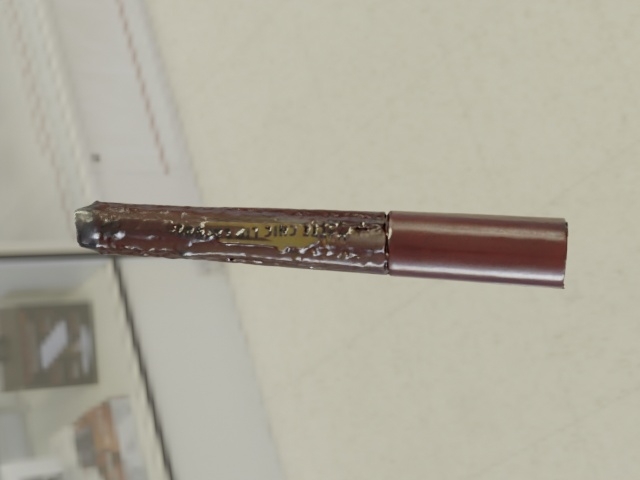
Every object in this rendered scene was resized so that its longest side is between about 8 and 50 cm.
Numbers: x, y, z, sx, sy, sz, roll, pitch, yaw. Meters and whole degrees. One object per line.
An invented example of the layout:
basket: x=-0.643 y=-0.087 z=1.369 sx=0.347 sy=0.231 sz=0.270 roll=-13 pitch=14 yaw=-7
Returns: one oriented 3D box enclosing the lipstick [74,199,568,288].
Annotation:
lipstick: x=0.000 y=0.000 z=0.571 sx=0.027 sy=0.176 sz=0.027 roll=3 pitch=-90 yaw=-87
